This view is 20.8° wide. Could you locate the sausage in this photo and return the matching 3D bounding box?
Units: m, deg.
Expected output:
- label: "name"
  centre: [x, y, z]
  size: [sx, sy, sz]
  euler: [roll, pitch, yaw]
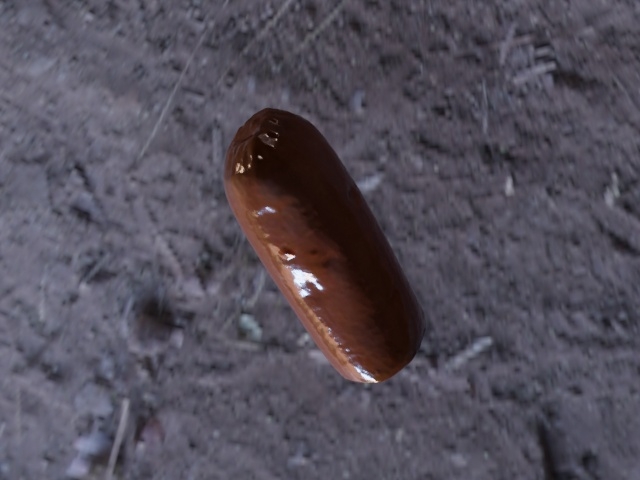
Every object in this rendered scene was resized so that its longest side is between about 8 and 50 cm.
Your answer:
- label: "sausage"
  centre: [0.000, 0.000, 1.524]
  size: [0.114, 0.113, 0.259]
  euler: [-25, 117, 12]
